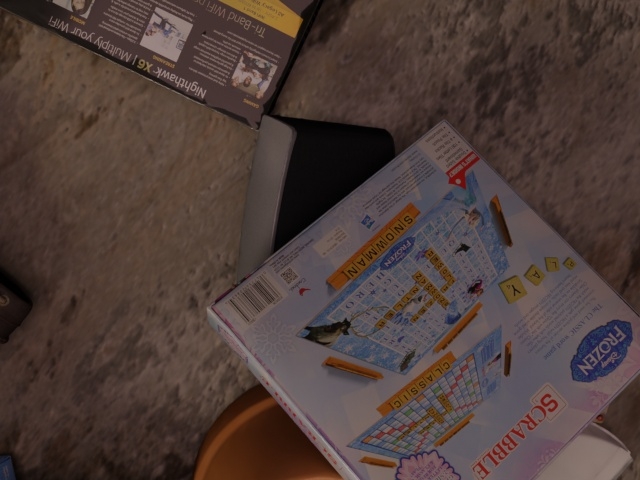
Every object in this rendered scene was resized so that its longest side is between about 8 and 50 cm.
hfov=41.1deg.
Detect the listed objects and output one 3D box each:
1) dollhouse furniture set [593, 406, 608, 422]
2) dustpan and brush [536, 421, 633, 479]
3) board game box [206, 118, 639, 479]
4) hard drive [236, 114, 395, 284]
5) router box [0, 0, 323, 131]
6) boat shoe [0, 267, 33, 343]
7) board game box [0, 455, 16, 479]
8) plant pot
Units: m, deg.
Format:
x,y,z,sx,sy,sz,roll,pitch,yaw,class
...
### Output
x,y,z,sx,sy,sz,roll,pitch,yaw,class
0.253,0.082,0.937,0.129,0.129,0.184,13,96,-4,dollhouse furniture set
0.233,0.239,0.998,0.211,0.060,0.147,31,107,-12,dustpan and brush
0.112,0.091,0.830,0.318,0.066,0.318,-38,78,-17,board game box
0.000,0.000,0.921,0.172,0.054,0.255,3,100,-30,hard drive
-0.150,-0.288,0.899,0.309,0.081,0.243,26,95,-6,router box
-0.440,-0.030,0.905,0.130,0.132,0.355,-36,106,-8,boat shoe
-0.400,0.345,0.900,0.039,0.211,0.160,-7,98,28,board game box
-0.001,0.307,0.915,0.291,0.203,0.291,0,96,-4,plant pot
